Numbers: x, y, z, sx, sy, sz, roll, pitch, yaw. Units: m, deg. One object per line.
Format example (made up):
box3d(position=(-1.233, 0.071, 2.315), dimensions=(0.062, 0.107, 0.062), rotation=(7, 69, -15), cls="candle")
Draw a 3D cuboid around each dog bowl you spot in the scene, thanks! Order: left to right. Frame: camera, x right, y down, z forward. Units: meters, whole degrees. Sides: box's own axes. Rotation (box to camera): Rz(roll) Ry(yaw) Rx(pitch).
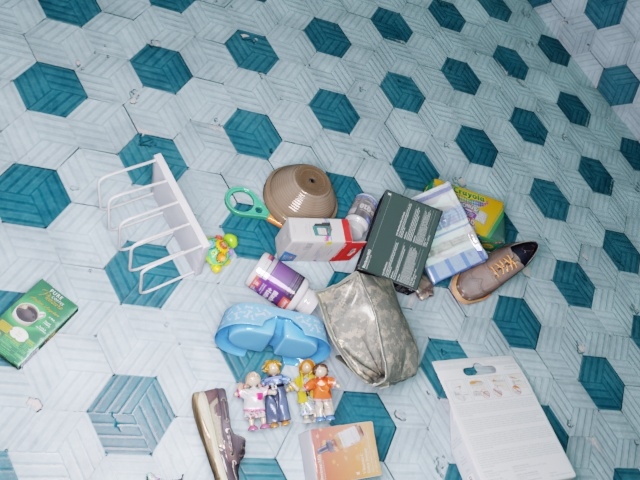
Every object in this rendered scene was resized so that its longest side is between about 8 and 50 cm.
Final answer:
box3d(position=(-0.117, 0.237, 1.401), dimensions=(0.297, 0.166, 0.074), rotation=(14, 49, -16), cls="dog bowl")

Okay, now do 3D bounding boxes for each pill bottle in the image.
box3d(position=(-0.098, 0.126, 1.492), dimensions=(0.193, 0.108, 0.108), rotation=(33, 56, -3), cls="pill bottle")
box3d(position=(0.121, -0.073, 1.707), dimensions=(0.078, 0.078, 0.137), rotation=(30, 57, -6), cls="pill bottle")

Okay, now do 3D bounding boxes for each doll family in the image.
box3d(position=(-0.083, 0.378, 1.383), dimensions=(0.263, 0.118, 0.163), rotation=(-6, 72, -6), cls="doll family")

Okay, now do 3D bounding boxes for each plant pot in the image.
box3d(position=(-0.044, -0.147, 1.643), dimensions=(0.237, 0.110, 0.237), rotation=(14, 54, -20), cls="plant pot")

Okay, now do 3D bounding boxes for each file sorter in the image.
box3d(position=(-0.427, -0.036, 1.390), dimensions=(0.173, 0.193, 0.278), rotation=(-23, 75, -28), cls="file sorter")

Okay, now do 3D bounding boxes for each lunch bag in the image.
box3d(position=(0.135, 0.246, 1.445), dimensions=(0.235, 0.169, 0.287), rotation=(16, 48, -60), cls="lunch bag")

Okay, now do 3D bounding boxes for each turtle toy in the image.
box3d(position=(-0.271, 0.022, 1.488), dimensions=(0.095, 0.066, 0.130), rotation=(50, 31, -4), cls="turtle toy")

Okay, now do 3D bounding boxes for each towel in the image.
box3d(position=(0.381, -0.028, 1.735), dimensions=(0.209, 0.034, 0.285), rotation=(-22, 80, -11), cls="towel")

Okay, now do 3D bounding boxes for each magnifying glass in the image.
box3d(position=(-0.174, -0.083, 1.620), dimensions=(0.231, 0.026, 0.092), rotation=(29, 57, -8), cls="magnifying glass")

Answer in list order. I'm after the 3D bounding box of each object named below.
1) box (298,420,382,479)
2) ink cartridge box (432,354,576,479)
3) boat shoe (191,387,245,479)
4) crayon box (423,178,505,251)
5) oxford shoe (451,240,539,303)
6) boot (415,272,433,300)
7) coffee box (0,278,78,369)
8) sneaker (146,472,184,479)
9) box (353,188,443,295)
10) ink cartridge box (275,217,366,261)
box3d(position=(0.046, 0.526, 1.356), dimensions=(0.170, 0.091, 0.130), rotation=(0, 64, -23), cls="box")
box3d(position=(0.499, 0.523, 1.577), dimensions=(0.308, 0.091, 0.385), rotation=(1, 47, -22), cls="ink cartridge box")
box3d(position=(-0.215, 0.474, 1.267), dimensions=(0.092, 0.103, 0.285), rotation=(-15, 65, -24), cls="boat shoe")
box3d(position=(0.482, -0.084, 1.863), dimensions=(0.278, 0.081, 0.165), rotation=(16, 60, -14), cls="crayon box")
box3d(position=(0.565, 0.085, 1.780), dimensions=(0.363, 0.133, 0.130), rotation=(-29, 79, -32), cls="oxford shoe")
box3d(position=(0.295, 0.142, 1.692), dimensions=(0.118, 0.042, 0.087), rotation=(-9, 70, -26), cls="boot")
box3d(position=(-0.661, 0.190, 1.259), dimensions=(0.113, 0.040, 0.184), rotation=(36, 57, -2), cls="coffee box")
box3d(position=(-0.334, 0.538, 1.222), dimensions=(0.069, 0.038, 0.098), rotation=(-37, 92, -35), cls="sneaker")
box3d(position=(0.229, 0.006, 1.643), dimensions=(0.184, 0.103, 0.261), rotation=(22, 75, -3), cls="box")
box3d(position=(0.000, 0.000, 1.584), dimensions=(0.231, 0.134, 0.078), rotation=(1, 63, -23), cls="ink cartridge box")
